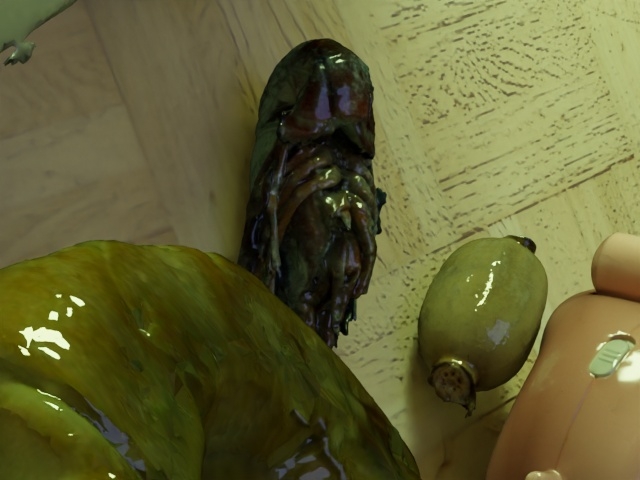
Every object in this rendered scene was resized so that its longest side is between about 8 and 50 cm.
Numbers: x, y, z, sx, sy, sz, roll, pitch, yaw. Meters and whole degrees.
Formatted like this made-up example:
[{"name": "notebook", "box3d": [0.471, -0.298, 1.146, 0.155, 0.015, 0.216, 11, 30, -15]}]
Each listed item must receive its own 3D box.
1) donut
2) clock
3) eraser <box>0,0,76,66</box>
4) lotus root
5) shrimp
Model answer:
[{"name": "donut", "box3d": [-0.055, 0.168, 0.750, 0.360, 0.170, 0.360, 47, 23, -27]}, {"name": "clock", "box3d": [0.170, 0.149, 1.144, 0.241, 0.142, 0.227, -50, 140, -37]}, {"name": "eraser", "box3d": [-0.274, -0.162, 0.753, 0.331, 0.150, 0.331, 20, 63, -45]}, {"name": "lotus root", "box3d": [0.098, 0.046, 1.161, 0.073, 0.062, 0.150, 23, 45, 6]}, {"name": "shrimp", "box3d": [0.000, 0.000, 1.063, 0.090, 0.079, 0.233, 9, 73, -42]}]
